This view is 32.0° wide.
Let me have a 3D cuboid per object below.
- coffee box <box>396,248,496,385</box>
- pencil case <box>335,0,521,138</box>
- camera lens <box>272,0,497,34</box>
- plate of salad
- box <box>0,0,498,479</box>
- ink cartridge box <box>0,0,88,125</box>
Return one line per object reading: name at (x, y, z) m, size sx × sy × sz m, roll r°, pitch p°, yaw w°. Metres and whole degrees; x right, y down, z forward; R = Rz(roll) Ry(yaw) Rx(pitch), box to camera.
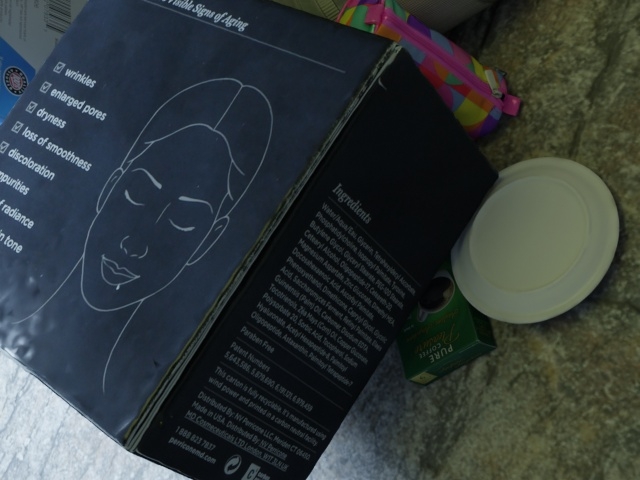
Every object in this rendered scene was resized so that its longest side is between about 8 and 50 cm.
coffee box at (0.133, 0.069, 1.328) m, size 0.113 × 0.040 × 0.184 m, roll -35°, pitch 52°, yaw 30°
pencil case at (0.123, -0.206, 1.318) m, size 0.104 × 0.236 × 0.104 m, roll -34°, pitch 43°, yaw 39°
camera lens at (0.097, -0.353, 1.408) m, size 0.274 × 0.219 × 0.219 m, roll -27°, pitch 56°, yaw 34°
plate of salad at (0.240, 0.001, 1.250) m, size 0.199 × 0.048 × 0.200 m, roll -15°, pitch 60°, yaw 28°
box at (-0.144, -0.024, 1.296) m, size 0.480 × 0.297 × 0.472 m, roll 27°, pitch 82°, yaw 39°
ink cartridge box at (-0.373, -0.218, 1.678) m, size 0.166 × 0.395 × 0.286 m, roll -29°, pitch 55°, yaw 38°
